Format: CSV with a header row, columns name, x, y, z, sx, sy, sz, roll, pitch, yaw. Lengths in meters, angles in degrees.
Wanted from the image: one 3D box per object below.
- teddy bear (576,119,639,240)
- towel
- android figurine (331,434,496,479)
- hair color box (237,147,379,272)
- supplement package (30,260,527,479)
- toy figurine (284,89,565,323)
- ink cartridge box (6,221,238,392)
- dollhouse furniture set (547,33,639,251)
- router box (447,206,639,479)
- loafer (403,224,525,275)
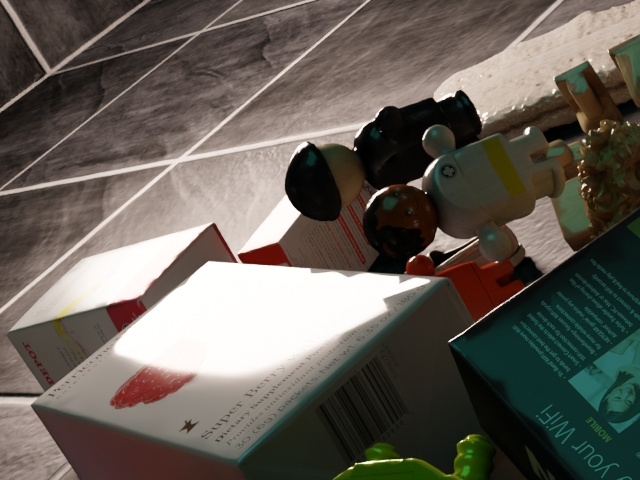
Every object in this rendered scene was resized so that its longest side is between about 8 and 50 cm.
name,x,y,z,sx,sy,sz,roll,pitch,yaw
teddy bear,0.247,0.022,0.900,0.338,0.245,0.113,-20,-13,2
towel,0.224,-0.158,1.626,0.282,0.049,0.187,-23,20,22
android figurine,0.026,0.220,0.787,0.248,0.056,0.273,-14,53,41
hair color box,0.000,0.000,1.491,0.053,0.093,0.167,-15,23,37
supplement package,-0.023,0.134,1.058,0.177,0.175,0.293,-40,21,-25
toy figurine,0.082,0.015,1.152,0.148,0.213,0.209,-22,22,-12
ink cartridge box,-0.156,0.083,1.457,0.176,0.128,0.127,-14,25,39
dollhouse furniture set,0.263,-0.063,1.363,0.144,0.123,0.151,-25,54,16
router box,0.243,0.089,0.729,0.243,0.081,0.309,-33,48,-9
loafer,0.107,0.018,1.369,0.125,0.039,0.045,-22,21,23
